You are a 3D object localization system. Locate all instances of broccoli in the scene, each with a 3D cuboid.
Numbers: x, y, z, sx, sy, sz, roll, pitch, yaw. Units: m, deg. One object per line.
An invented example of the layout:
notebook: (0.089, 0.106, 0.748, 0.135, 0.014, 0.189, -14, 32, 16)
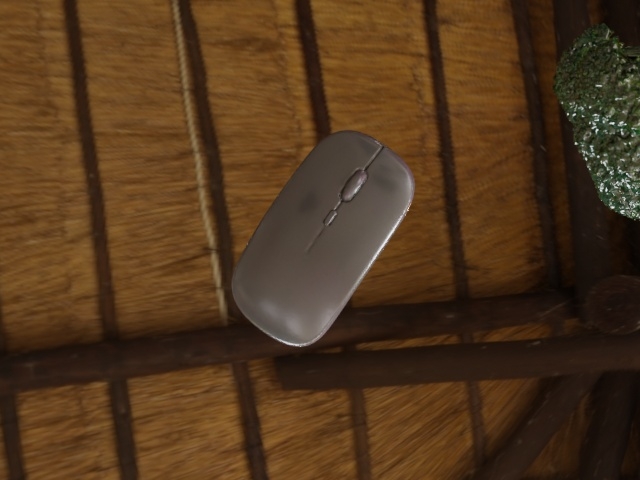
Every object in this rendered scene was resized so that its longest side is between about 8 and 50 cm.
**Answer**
broccoli: (0.395, -0.156, 1.108, 0.297, 0.297, 0.297, 36, -74, 18)

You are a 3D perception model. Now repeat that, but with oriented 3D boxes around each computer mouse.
computer mouse: (-0.001, 0.001, 1.055, 0.120, 0.057, 0.232, 37, -77, 8)
